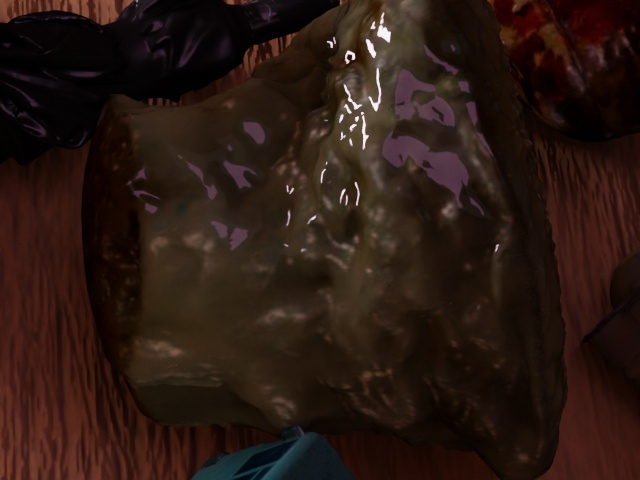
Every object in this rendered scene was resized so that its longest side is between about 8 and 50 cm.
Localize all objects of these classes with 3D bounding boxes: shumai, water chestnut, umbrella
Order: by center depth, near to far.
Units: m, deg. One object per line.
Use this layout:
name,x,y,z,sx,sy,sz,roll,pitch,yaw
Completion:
shumai,0.000,0.000,1.294,0.323,0.397,0.324,-13,27,3
umbrella,-0.128,-0.146,1.436,0.340,0.118,0.118,-19,69,-30
water chestnut,0.220,-0.209,1.505,0.289,0.244,0.289,11,51,-13

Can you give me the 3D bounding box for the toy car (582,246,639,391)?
toy car,0.400,0.012,1.442,0.226,0.242,0.336,44,56,6

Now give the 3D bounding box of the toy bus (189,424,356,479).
toy bus,-0.065,0.233,1.171,0.128,0.147,0.256,59,39,-10
